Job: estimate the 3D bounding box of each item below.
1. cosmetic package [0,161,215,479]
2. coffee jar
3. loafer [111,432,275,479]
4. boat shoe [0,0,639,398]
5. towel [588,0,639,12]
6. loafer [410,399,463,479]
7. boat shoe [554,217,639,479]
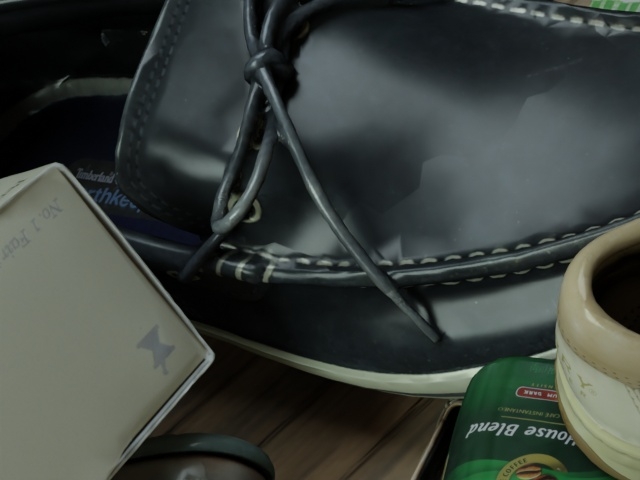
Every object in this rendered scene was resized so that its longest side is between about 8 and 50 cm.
[{"bbox_3d":[-0.207,0.070,0.681,0.309,0.113,0.160,-10,31,52],"label":"cosmetic package"},{"bbox_3d":[0.073,0.131,0.530,0.096,0.079,0.184,9,46,19],"label":"coffee jar"},{"bbox_3d":[-0.132,0.166,0.677,0.267,0.096,0.084,-23,51,25],"label":"loafer"},{"bbox_3d":[-0.014,-0.045,0.681,0.500,0.156,0.186,4,59,35],"label":"boat shoe"},{"bbox_3d":[0.223,-0.152,0.769,0.248,0.038,0.325,-17,36,53],"label":"towel"},{"bbox_3d":[0.067,0.088,0.645,0.045,0.039,0.125,-6,38,36],"label":"loafer"},{"bbox_3d":[0.227,0.020,0.481,0.302,0.098,0.109,-5,60,7],"label":"boat shoe"}]
